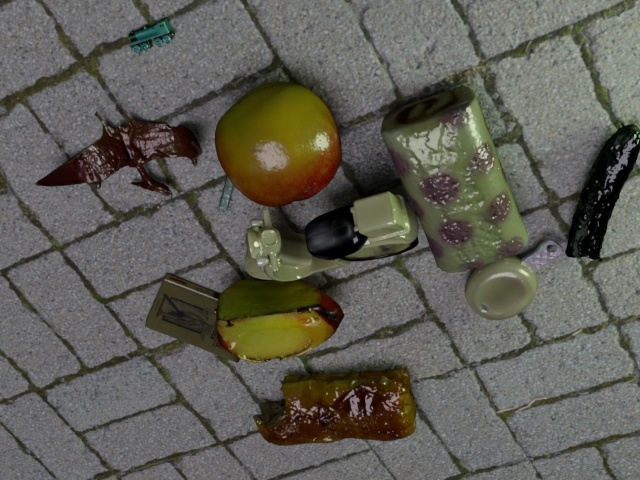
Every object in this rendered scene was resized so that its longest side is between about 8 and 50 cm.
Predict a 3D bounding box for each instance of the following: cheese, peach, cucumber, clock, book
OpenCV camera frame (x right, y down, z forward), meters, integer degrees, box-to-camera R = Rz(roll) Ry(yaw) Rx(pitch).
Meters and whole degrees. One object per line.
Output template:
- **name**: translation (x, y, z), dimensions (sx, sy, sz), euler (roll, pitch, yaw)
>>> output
- **cheese**: translation (0.397, 0.072, 1.984), dimensions (0.137, 0.064, 0.227), euler (35, 122, -18)
- **peach**: translation (-0.074, -0.175, 1.787), dimensions (0.231, 0.231, 0.230), euler (4, 127, 6)
- **cucumber**: translation (0.530, -0.088, 1.840), dimensions (0.081, 0.072, 0.303), euler (9, 126, 4)
- **clock**: translation (0.000, 0.000, 1.895), dimensions (0.379, 0.120, 0.276), euler (-16, 165, 17)
- **book**: translation (-0.263, 0.176, 2.182), dimensions (0.231, 0.026, 0.161), euler (22, 126, -8)
- **peach**: translation (-0.090, 0.160, 2.067), dimensions (0.268, 0.154, 0.158), euler (-10, 132, -8)

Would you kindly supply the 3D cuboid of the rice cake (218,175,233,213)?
- **rice cake**: translation (-0.186, -0.106, 1.964), dimensions (0.022, 0.022, 0.121), euler (16, 127, -2)

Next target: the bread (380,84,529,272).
- **bread**: translation (0.252, -0.108, 1.815), dimensions (0.187, 0.155, 0.338), euler (-17, 122, 15)

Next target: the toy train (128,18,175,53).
- **toy train**: translation (-0.311, -0.372, 1.786), dimensions (0.092, 0.029, 0.045), euler (-13, 116, 19)

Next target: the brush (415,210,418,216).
- **brush**: translation (0.249, -0.007, 1.978), dimensions (0.043, 0.014, 0.170), euler (-35, 114, 27)

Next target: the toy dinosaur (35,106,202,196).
- **toy dinosaur**: translation (-0.387, -0.157, 1.904), dimensions (0.328, 0.113, 0.206), euler (9, 127, 4)

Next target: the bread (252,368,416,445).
- **bread**: translation (0.028, 0.383, 2.242), dimensions (0.381, 0.109, 0.185), euler (-7, 125, 15)
